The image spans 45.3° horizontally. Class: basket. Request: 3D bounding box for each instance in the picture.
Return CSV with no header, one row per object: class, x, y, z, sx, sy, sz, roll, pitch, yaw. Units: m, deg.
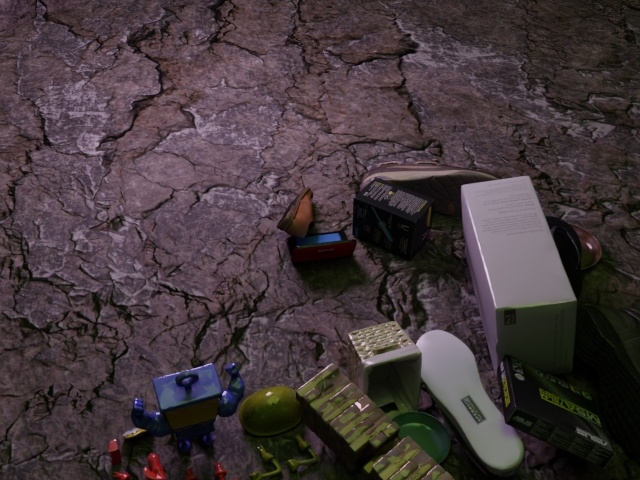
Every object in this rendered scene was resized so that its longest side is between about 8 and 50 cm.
basket,0.113,0.243,1.413,0.113,0.167,0.103,-12,39,-14

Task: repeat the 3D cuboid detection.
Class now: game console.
game console,0.000,0.000,1.750,0.144,0.124,0.085,-7,69,-9

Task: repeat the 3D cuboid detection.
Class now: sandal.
sandal,0.540,0.029,1.703,0.097,0.054,0.254,3,42,2

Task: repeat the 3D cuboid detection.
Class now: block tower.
block tower,0.100,0.362,1.298,0.091,0.097,0.335,-34,60,-27

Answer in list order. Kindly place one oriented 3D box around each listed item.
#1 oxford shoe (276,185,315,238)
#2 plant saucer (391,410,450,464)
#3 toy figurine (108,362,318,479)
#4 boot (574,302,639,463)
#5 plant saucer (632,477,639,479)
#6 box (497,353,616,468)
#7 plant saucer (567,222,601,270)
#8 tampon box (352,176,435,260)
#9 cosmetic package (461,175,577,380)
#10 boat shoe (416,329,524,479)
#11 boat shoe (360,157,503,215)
oxford shoe,-0.044,-0.062,1.830,0.076,0.076,0.212,35,30,-8
plant saucer,0.173,0.363,1.381,0.119,0.021,0.119,0,44,0
toy figurine,-0.186,0.299,1.303,0.363,0.217,0.191,-12,43,-14
boot,0.630,0.253,1.453,0.223,0.118,0.338,1,53,-23
plant saucer,0.590,0.481,1.247,0.241,0.037,0.241,0,42,0
box,0.411,0.298,1.362,0.191,0.045,0.184,26,20,-1
plant saucer,0.562,0.019,1.778,0.168,0.029,0.168,0,41,0
tampon box,0.168,-0.053,1.782,0.161,0.120,0.101,24,47,24
cosmetic package,0.394,0.069,1.566,0.156,0.217,0.385,-9,42,4
boat shoe,0.264,0.301,1.394,0.108,0.102,0.301,-24,53,-12
boat shoe,0.276,-0.150,1.889,0.355,0.132,0.130,3,42,0
